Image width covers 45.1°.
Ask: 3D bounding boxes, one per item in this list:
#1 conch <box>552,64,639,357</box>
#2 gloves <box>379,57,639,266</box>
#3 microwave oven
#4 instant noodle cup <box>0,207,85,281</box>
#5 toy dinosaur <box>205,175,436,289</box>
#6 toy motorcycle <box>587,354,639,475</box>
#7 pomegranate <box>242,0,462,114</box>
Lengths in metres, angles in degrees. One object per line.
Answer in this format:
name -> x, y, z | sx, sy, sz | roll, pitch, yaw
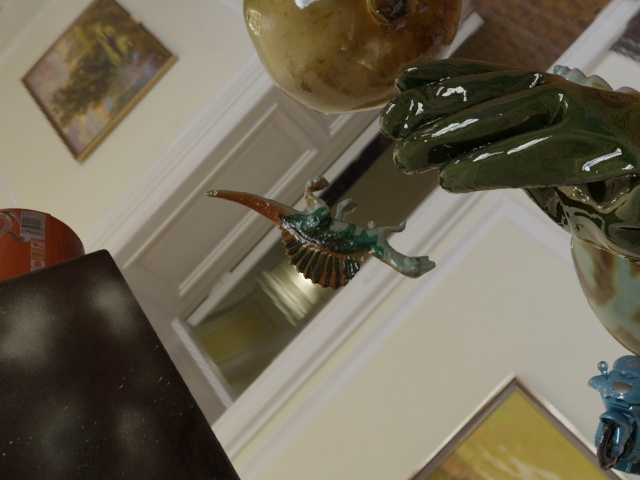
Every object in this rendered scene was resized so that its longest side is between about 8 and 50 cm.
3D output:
conch -> 0.370, -0.029, 0.867 | 0.197, 0.249, 0.368 | 8, -128, -37
gloves -> 0.165, -0.043, 0.487 | 0.268, 0.107, 0.135 | 28, 178, 8
microwave oven -> -0.283, 0.289, 0.808 | 0.236, 0.374, 0.432 | -22, -102, -51
instant noodle cup -> -0.438, 0.086, 1.108 | 0.250, 0.250, 0.192 | 41, -156, -41
toy dinosaur -> 0.000, -0.002, 0.659 | 0.187, 0.044, 0.106 | 3, -129, -18
toy motorcycle -> 0.503, 0.281, 1.220 | 0.124, 0.182, 0.272 | 10, 170, 42
pomegranate -> 0.049, -0.322, 1.075 | 0.319, 0.319, 0.319 | 43, -177, -2
